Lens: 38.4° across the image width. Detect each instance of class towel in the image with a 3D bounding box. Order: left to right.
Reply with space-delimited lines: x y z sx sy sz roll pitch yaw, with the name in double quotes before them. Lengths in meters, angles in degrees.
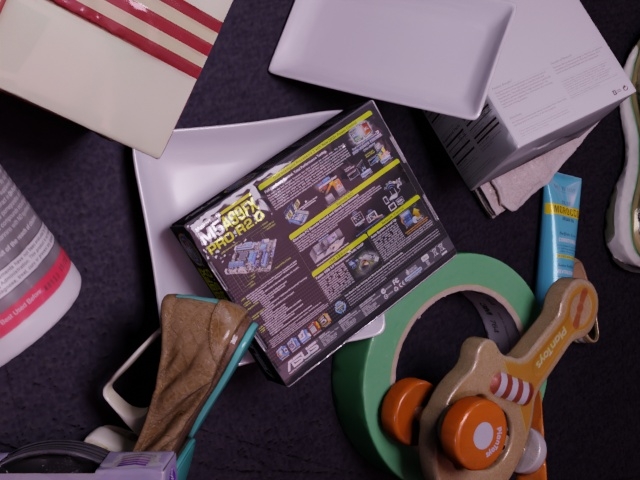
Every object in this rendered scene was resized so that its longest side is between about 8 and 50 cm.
"towel" 0.293 -0.181 1.306 0.282 0.049 0.187 -46 116 -21

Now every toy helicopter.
"toy helicopter" 0.258 0.194 1.175 0.355 0.140 0.235 -47 118 -23

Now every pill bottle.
"pill bottle" -0.374 -0.037 0.821 0.176 0.176 0.318 -41 114 -23

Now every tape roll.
"tape roll" 0.169 0.173 1.239 0.321 0.077 0.321 -2 95 -31

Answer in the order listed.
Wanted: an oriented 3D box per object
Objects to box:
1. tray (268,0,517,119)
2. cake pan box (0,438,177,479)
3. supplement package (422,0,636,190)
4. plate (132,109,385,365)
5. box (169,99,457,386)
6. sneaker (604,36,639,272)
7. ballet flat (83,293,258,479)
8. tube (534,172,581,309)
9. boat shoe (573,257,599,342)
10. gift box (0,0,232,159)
"tray" 0.081 -0.229 1.070 0.030 0.270 0.145 34 74 -65
"cake pan box" -0.263 0.336 0.913 0.245 0.070 0.267 -3 95 2
"supplement package" 0.239 -0.208 1.159 0.194 0.149 0.203 -25 80 -21
"plate" -0.070 -0.001 1.073 0.278 0.045 0.277 -10 95 -24
"box" 0.000 0.000 1.048 0.270 0.060 0.216 -37 104 -20
"sneaker" 0.565 -0.148 1.400 0.158 0.182 0.410 4 91 -32
"ballet flat" -0.182 0.201 0.982 0.124 0.116 0.342 25 110 4
"tube" 0.351 0.002 1.362 0.080 0.052 0.207 11 82 -39
"boat shoe" 0.400 0.092 1.395 0.050 0.045 0.135 -20 104 -30
"gift box" -0.244 -0.256 0.846 0.258 0.255 0.276 22 88 -33
